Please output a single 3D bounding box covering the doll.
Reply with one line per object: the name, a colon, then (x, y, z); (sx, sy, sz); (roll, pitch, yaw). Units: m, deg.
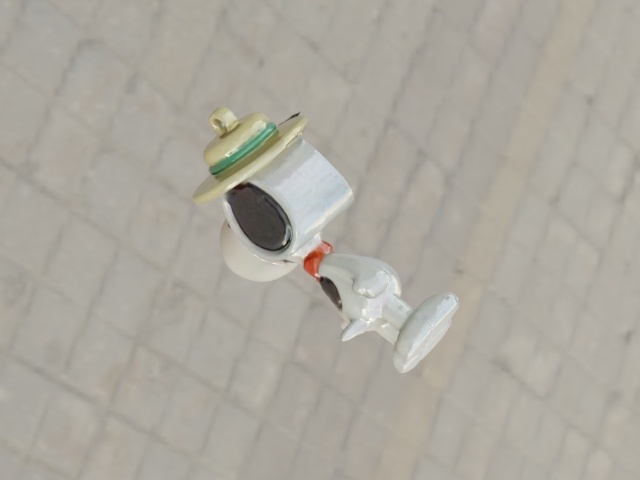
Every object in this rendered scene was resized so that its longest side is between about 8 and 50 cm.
doll: (0.008, -0.007, 1.648); (0.144, 0.271, 0.208); (-45, 149, -30)
